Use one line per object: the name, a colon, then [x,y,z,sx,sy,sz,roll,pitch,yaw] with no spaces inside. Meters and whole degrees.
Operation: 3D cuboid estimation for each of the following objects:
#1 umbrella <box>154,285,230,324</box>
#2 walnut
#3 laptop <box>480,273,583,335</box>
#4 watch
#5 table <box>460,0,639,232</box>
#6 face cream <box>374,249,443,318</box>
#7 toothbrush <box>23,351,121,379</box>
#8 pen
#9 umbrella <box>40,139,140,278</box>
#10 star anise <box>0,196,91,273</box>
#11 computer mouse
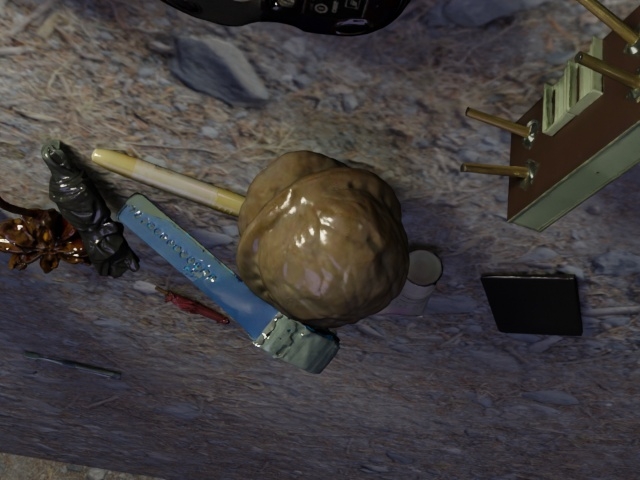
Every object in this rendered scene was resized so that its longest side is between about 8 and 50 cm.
umbrella: [-0.222,0.116,1.454,0.027,0.025,0.165,-38,132,27]
walnut: [0.000,0.000,0.970,0.224,0.224,0.224,7,152,4]
laptop: [0.322,0.097,1.261,0.135,0.016,0.197,0,149,20]
watch: [-0.114,0.057,1.125,0.276,0.068,0.274,34,-174,-41]
table: [0.225,-0.122,0.763,0.111,0.121,0.240,17,151,-14]
face cream: [0.128,0.079,1.247,0.092,0.058,0.243,6,159,-2]
toothbrush: [-0.557,0.282,1.877,0.220,0.016,0.019,15,153,-10]
pen: [-0.182,-0.072,1.083,0.234,0.032,0.040,20,174,-17]
umbrella: [-0.315,-0.037,1.121,0.066,0.059,0.235,-19,136,0]
star anise: [-0.386,-0.015,1.201,0.177,0.073,0.234,2,158,-21]
computer mouse: [-0.036,-0.237,0.658,0.233,0.096,0.137,9,158,-8]
